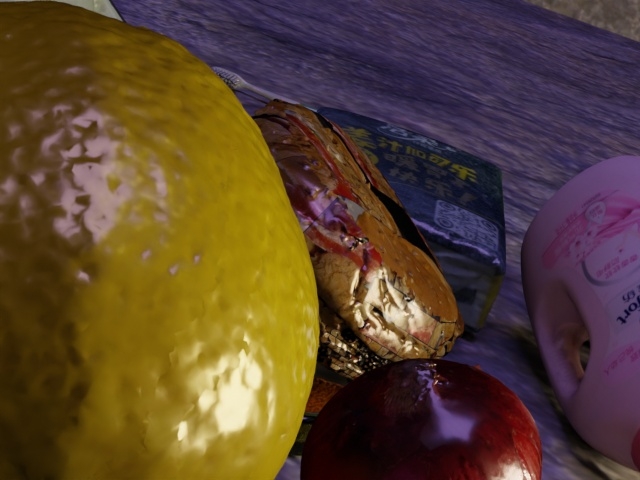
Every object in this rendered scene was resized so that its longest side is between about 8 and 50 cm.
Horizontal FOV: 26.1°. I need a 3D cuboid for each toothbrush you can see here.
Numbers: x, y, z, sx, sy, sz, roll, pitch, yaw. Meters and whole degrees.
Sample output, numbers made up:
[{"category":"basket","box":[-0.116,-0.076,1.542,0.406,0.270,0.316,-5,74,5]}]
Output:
[{"category":"toothbrush","box":[-0.005,-0.133,1.460,0.257,0.018,0.024,23,23,8]}]

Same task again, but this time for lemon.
[{"category":"lemon","box":[-0.127,0.022,0.614,0.245,0.245,0.320,10,44,-24]}]

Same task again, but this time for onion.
[{"category":"onion","box":[0.054,0.118,0.726,0.131,0.131,0.131,17,20,-7]}]

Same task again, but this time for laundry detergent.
[{"category":"laundry detergent","box":[0.225,0.077,0.957,0.088,0.159,0.335,31,28,-24]}]

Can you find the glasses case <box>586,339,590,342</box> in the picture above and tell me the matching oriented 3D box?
[{"category":"glasses case","box":[0.304,0.092,1.110,0.272,0.062,0.095,34,25,33]}]

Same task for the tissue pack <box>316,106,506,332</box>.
[{"category":"tissue pack","box":[0.062,-0.028,1.164,0.185,0.081,0.257,20,20,0]}]

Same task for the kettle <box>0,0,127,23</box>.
[{"category":"kettle","box":[-0.231,-0.147,0.915,0.361,0.250,0.377,41,28,-40]}]

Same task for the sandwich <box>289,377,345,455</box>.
[{"category":"sandwich","box":[-0.009,0.105,0.847,0.069,0.026,0.101,21,17,17]}]

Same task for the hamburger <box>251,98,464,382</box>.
[{"category":"hamburger","box":[0.000,0.000,0.927,0.231,0.107,0.231,50,9,-11]}]
